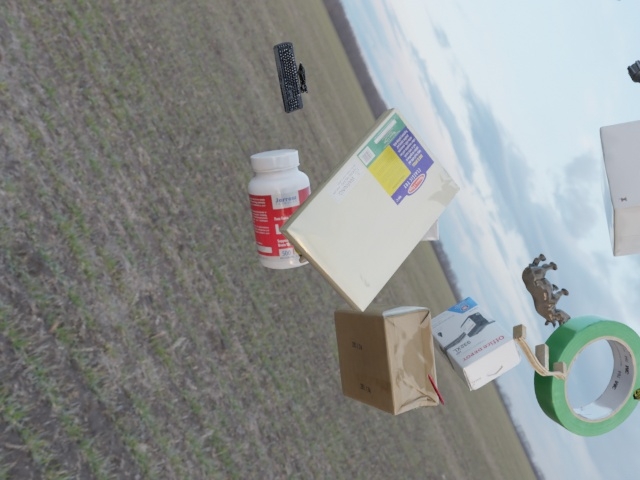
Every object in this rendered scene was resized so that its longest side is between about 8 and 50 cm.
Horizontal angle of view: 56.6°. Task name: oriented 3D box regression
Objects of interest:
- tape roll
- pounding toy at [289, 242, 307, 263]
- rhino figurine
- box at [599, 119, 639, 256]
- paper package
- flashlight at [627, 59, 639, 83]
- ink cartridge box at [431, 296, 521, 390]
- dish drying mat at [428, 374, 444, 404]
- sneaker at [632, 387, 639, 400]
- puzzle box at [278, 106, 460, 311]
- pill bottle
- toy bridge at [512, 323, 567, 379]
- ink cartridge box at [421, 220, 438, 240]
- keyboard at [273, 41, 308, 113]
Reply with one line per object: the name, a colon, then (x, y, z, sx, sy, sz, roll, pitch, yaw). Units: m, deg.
tape roll: (0.733, 0.364, 1.608, 0.321, 0.321, 0.077, 63, -13, -15)
pounding toy: (0.000, 0.000, 1.638, 0.155, 0.154, 0.269, 61, -31, 16)
rhino figurine: (0.681, 0.169, 1.783, 0.243, 0.106, 0.073, 63, -14, -7)
box: (0.789, -0.120, 1.453, 0.345, 0.168, 0.215, 38, 48, -58)
paper package: (0.196, 0.358, 1.855, 0.324, 0.168, 0.310, -8, -92, 62)
flashlight: (1.282, -0.577, 2.297, 0.103, 0.103, 0.304, 34, 36, -44)
ink cartridge box: (0.570, 0.383, 2.253, 0.129, 0.223, 0.307, 63, -5, -31)
dish drying mat: (0.315, 0.407, 1.618, 0.032, 0.008, 0.083, 67, -1, -55)
sneaker: (0.827, 0.394, 1.529, 0.083, 0.035, 0.031, 68, 25, -48)
puzzle box: (0.128, -0.075, 1.388, 0.272, 0.409, 0.052, 48, -19, -19)
pill bottle: (-0.142, -0.119, 2.188, 0.229, 0.228, 0.408, -79, 163, -73)
toy bridge: (0.469, 0.251, 1.261, 0.188, 0.026, 0.063, 39, 46, -27)
ink cartridge box: (0.311, -0.058, 1.738, 0.198, 0.067, 0.115, -7, 95, -79)
keyboard: (-0.074, -0.464, 1.680, 0.100, 0.038, 0.192, -34, 126, -39)
